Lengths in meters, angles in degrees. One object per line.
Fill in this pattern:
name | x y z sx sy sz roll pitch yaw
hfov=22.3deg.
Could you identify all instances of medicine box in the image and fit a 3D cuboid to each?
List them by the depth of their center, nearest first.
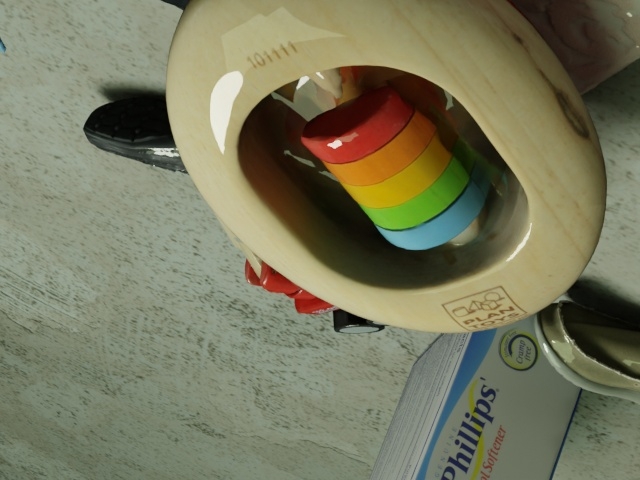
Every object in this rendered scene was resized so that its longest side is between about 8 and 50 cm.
medicine box | 0.167 0.240 1.872 0.149 0.263 0.289 26 154 -4

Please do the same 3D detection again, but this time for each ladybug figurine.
ladybug figurine | 0.060 -0.092 1.300 0.305 0.162 0.449 -19 134 22

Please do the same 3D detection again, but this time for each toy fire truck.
toy fire truck | 0.000 0.000 1.660 0.246 0.158 0.217 6 167 -34

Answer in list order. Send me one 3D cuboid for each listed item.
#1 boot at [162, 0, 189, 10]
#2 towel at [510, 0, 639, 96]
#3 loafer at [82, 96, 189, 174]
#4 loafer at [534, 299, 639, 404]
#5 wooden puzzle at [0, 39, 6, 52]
boot | -0.070 -0.217 1.360 0.207 0.094 0.246 23 -177 3
towel | 0.131 -0.240 1.261 0.332 0.053 0.317 33 153 -14
loafer | -0.148 -0.100 1.721 0.223 0.076 0.078 8 142 22
loafer | 0.339 0.119 1.725 0.251 0.094 0.087 24 130 -20
wooden puzzle | -0.400 -0.236 1.754 0.116 0.014 0.078 18 153 13
